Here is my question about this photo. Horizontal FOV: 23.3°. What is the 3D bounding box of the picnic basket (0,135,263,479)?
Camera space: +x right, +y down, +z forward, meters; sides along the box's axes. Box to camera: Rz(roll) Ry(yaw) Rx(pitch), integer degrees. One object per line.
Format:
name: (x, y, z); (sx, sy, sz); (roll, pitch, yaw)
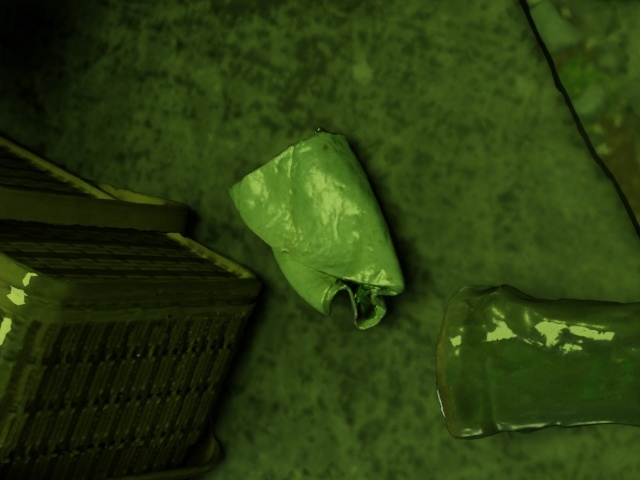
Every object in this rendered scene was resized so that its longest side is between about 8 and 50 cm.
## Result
picnic basket: (-0.211, 0.027, 0.880); (0.312, 0.228, 0.175); (27, 101, 27)

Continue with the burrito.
burrito: (0.003, -0.002, 0.873); (0.074, 0.044, 0.118); (-35, 69, 17)

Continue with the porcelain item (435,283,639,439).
porcelain item: (0.168, 0.062, 0.769); (0.215, 0.069, 0.081); (0, 110, 24)
